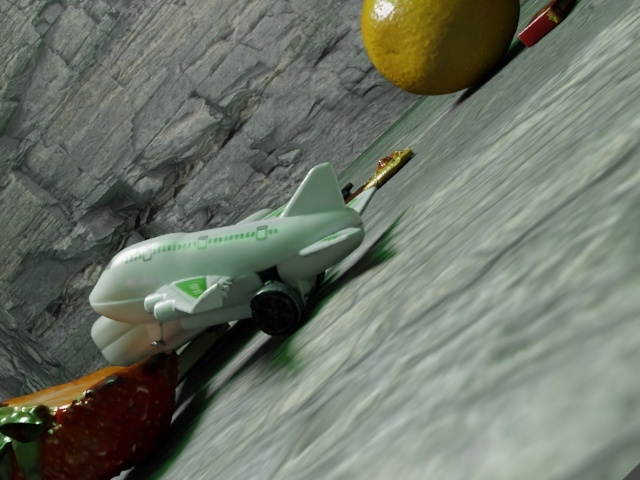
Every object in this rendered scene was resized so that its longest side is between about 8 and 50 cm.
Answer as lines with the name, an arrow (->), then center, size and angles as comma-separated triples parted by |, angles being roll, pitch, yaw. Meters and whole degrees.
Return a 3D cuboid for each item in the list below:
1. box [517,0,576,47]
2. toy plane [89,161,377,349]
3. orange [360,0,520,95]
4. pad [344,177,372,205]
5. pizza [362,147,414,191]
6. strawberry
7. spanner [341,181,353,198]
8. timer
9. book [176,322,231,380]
box -> 0.282, -0.276, 0.740 | 0.082, 0.023, 0.051 | -48, 5, -39
toy plane -> -0.074, 0.026, 0.476 | 0.256, 0.101, 0.251 | -21, 13, 17
orange -> 0.172, -0.321, 0.869 | 0.236, 0.236, 0.236 | -44, 5, 5
pad -> -0.012, -0.005, 0.946 | 0.181, 0.004, 0.267 | -39, 7, 43
pizza -> 0.087, -0.099, 0.806 | 0.083, 0.025, 0.078 | -44, 7, 13
strawberry -> -0.176, 0.144, 0.469 | 0.141, 0.085, 0.192 | -17, -4, -11
spanner -> 0.044, -0.090, 1.140 | 0.046, 0.012, 0.208 | -43, 4, 7
timer -> -0.135, 0.058, 0.697 | 0.237, 0.087, 0.262 | -33, 2, -7
book -> -0.251, 0.227, 0.812 | 0.282, 0.025, 0.215 | -49, 7, -35
